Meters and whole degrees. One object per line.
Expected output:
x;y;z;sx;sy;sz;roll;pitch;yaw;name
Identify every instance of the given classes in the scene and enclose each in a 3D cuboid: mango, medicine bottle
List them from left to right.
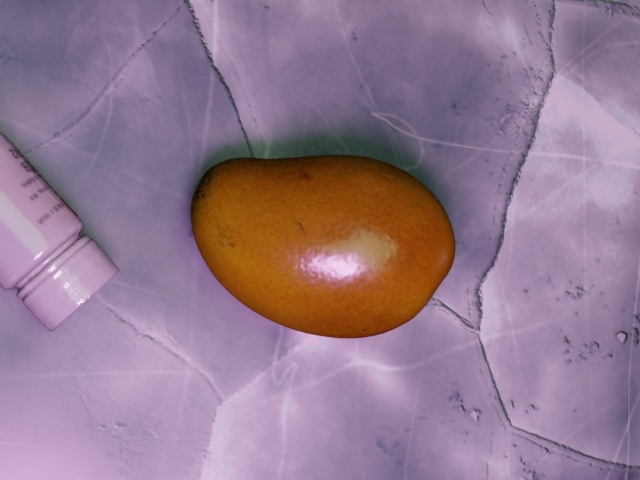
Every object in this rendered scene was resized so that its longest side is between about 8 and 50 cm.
-0.397;-0.010;1.526;0.144;0.144;0.252;-42;93;-18;medicine bottle
0.000;0.000;1.617;0.378;0.221;0.263;15;83;-5;mango
